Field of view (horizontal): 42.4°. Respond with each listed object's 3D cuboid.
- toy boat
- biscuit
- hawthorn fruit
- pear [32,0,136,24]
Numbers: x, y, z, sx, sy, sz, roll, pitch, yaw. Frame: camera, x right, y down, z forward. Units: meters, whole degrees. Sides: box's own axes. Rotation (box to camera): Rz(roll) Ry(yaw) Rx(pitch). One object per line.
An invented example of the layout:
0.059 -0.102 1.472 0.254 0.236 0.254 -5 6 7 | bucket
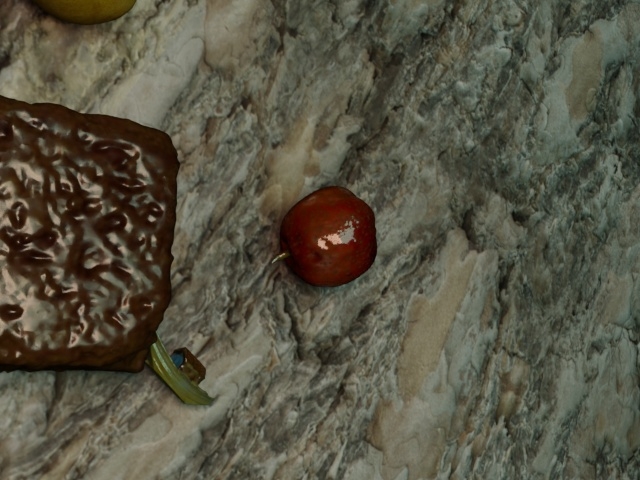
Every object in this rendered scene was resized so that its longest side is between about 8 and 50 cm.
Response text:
-0.232 0.203 1.328 0.066 0.065 0.172 -44 114 -16 | toy boat
-0.384 -0.006 1.198 0.343 0.166 0.394 9 77 -35 | biscuit
0.000 0.000 1.466 0.201 0.179 0.179 -20 95 -14 | hawthorn fruit
-0.374 -0.433 1.254 0.209 0.209 0.208 6 79 -34 | pear
